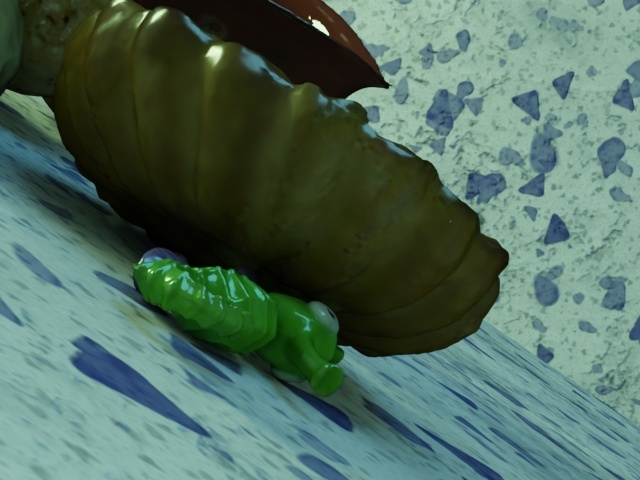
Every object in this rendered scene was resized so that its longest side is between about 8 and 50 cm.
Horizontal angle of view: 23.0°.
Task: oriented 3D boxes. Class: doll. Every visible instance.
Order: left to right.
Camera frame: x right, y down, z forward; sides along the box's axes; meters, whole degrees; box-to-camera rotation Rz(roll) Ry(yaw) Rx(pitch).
[{"bbox_3d":[-0.041,0.043,0.863,0.115,0.050,0.190,29,1,34],"label":"doll"}]

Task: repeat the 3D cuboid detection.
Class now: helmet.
[{"bbox_3d":[-0.136,-0.172,1.414,0.337,0.230,0.385,28,16,-45],"label":"helmet"}]

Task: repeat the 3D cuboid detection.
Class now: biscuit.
[{"bbox_3d":[-0.038,-0.025,1.015,0.326,0.107,0.326,33,-13,8],"label":"biscuit"}]

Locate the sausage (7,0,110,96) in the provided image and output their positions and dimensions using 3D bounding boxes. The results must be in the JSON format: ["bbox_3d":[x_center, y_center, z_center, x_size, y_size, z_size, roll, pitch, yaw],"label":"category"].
[{"bbox_3d":[-0.352,-0.252,1.282,0.501,0.123,0.136,33,-25,25],"label":"sausage"}]

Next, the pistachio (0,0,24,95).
[{"bbox_3d":[-0.252,-0.146,1.021,0.126,0.108,0.185,1,33,-39],"label":"pistachio"}]
